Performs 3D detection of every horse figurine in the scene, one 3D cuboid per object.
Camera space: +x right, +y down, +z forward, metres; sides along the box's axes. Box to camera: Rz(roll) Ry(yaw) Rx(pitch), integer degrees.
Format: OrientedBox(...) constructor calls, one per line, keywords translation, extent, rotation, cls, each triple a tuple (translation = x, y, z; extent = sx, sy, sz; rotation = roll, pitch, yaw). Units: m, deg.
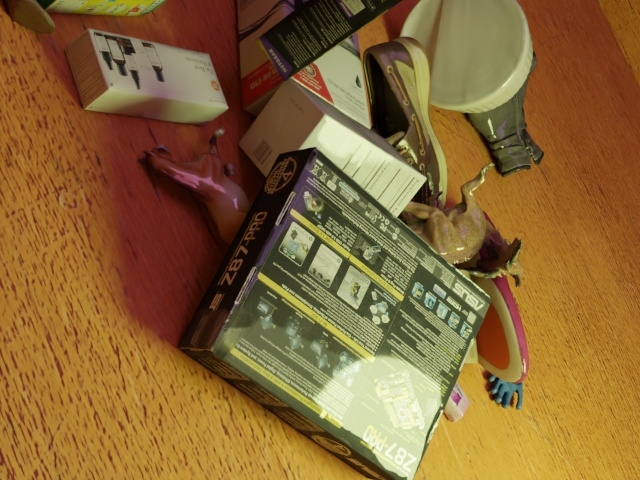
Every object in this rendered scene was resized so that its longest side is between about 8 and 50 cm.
OrientedBox(translation=(-0.126, -0.054, 1.611), extent=(0.263, 0.066, 0.174), rotation=(53, 26, -6), cls="horse figurine")

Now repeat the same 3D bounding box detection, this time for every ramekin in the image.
OrientedBox(translation=(0.301, -0.381, 2.271), extent=(0.127, 0.273, 0.273), rotation=(20, 49, -62), cls="ramekin")

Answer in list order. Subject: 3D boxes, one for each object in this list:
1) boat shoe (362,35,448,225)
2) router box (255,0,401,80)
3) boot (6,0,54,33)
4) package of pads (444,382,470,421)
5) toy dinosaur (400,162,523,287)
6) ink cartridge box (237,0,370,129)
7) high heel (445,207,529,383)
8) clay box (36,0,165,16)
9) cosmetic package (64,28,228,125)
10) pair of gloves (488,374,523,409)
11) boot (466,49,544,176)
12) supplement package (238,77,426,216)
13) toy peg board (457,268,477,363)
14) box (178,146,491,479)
OrientedBox(translation=(0.132, -0.176, 1.955), extent=(0.123, 0.123, 0.342), rotation=(-20, 110, -41), cls="boat shoe")
OrientedBox(translation=(0.064, -0.383, 1.741), extent=(0.081, 0.243, 0.309), rotation=(54, 34, -10), cls="router box")
OrientedBox(translation=(-0.394, -0.334, 1.482), extent=(0.118, 0.042, 0.087), rotation=(36, 38, -33), cls="boot")
OrientedBox(translation=(0.211, 0.253, 1.862), extent=(0.083, 0.032, 0.050), rotation=(56, 32, -8), cls="package of pads")
OrientedBox(translation=(0.221, -0.001, 1.862), extent=(0.296, 0.127, 0.200), rotation=(-12, 73, -26), cls="toy dinosaur")
OrientedBox(translation=(-0.031, -0.306, 1.883), extent=(0.197, 0.114, 0.273), rotation=(28, 44, -41), cls="ink cartridge box")
OrientedBox(translation=(0.319, 0.087, 2.019), extent=(0.181, 0.127, 0.377), rotation=(6, 53, -40), cls="high heel")
OrientedBox(translation=(-0.282, -0.368, 1.579), extent=(0.222, 0.127, 0.053), rotation=(-16, 80, -57), cls="clay box")
OrientedBox(translation=(-0.240, -0.227, 1.591), extent=(0.239, 0.060, 0.099), rotation=(0, 66, -53), cls="cosmetic package")
OrientedBox(translation=(0.314, 0.213, 2.044), extent=(0.198, 0.023, 0.159), rotation=(57, 35, -5), cls="pair of gloves")
OrientedBox(translation=(0.429, -0.279, 2.511), extent=(0.338, 0.118, 0.222), rotation=(-41, 103, -46), cls="boot")
OrientedBox(translation=(0.021, -0.122, 1.755), extent=(0.244, 0.134, 0.139), rotation=(28, 15, -40), cls="supplement package")
OrientedBox(translation=(0.183, 0.130, 1.897), extent=(0.161, 0.079, 0.160), rotation=(7, 75, -50), cls="toy peg board")
OrientedBox(translation=(0.037, 0.112, 1.560), extent=(0.395, 0.097, 0.318), rotation=(38, 65, -30), cls="box")
